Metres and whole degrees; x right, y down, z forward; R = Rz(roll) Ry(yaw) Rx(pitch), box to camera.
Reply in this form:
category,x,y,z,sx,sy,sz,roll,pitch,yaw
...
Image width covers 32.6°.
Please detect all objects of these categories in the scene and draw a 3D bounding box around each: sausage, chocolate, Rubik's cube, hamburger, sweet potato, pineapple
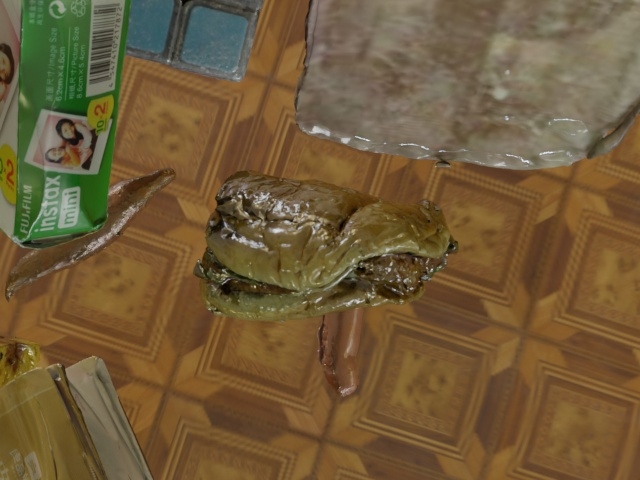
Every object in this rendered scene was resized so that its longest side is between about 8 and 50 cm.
category,x,y,z,sx,sy,sz,roll,pitch,yaw
sausage,0.043,0.089,1.714,0.078,0.078,0.304,8,87,-5
chocolate,0.089,-0.145,0.530,0.185,0.303,0.101,6,58,-5
Rubik's cube,-0.220,-0.413,1.470,0.305,0.304,0.301,11,109,-11
hamburger,0.000,0.000,0.893,0.206,0.183,0.130,-7,91,26
sweet potato,-0.342,-0.008,1.613,0.314,0.066,0.072,-40,59,0
pineapple,-0.519,0.224,1.753,0.079,0.233,0.135,15,85,11

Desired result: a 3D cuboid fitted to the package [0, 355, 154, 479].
category,x,y,z,sx,sy,sz,roll,pitch,yaw
package,-0.342,0.329,1.468,0.221,0.165,0.311,-23,83,-8

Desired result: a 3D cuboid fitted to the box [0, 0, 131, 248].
category,x,y,z,sx,sy,sz,roll,pitch,yaw
box,-0.250,-0.136,0.939,0.103,0.180,0.250,-11,123,-40
